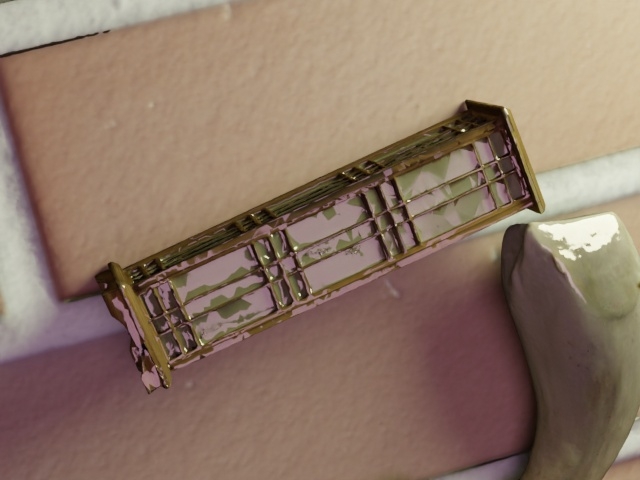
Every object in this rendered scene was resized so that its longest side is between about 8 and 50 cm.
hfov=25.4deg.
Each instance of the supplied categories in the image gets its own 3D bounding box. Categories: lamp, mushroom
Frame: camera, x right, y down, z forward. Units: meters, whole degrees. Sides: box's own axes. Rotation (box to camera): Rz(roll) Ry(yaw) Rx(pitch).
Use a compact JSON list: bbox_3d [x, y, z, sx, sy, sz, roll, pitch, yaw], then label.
[{"bbox_3d":[0.000,0.000,1.051,0.325,0.090,0.089,-25,104,-7],"label":"lamp"},{"bbox_3d":[0.202,0.104,1.110,0.118,0.103,0.270,-8,106,-12],"label":"mushroom"}]
